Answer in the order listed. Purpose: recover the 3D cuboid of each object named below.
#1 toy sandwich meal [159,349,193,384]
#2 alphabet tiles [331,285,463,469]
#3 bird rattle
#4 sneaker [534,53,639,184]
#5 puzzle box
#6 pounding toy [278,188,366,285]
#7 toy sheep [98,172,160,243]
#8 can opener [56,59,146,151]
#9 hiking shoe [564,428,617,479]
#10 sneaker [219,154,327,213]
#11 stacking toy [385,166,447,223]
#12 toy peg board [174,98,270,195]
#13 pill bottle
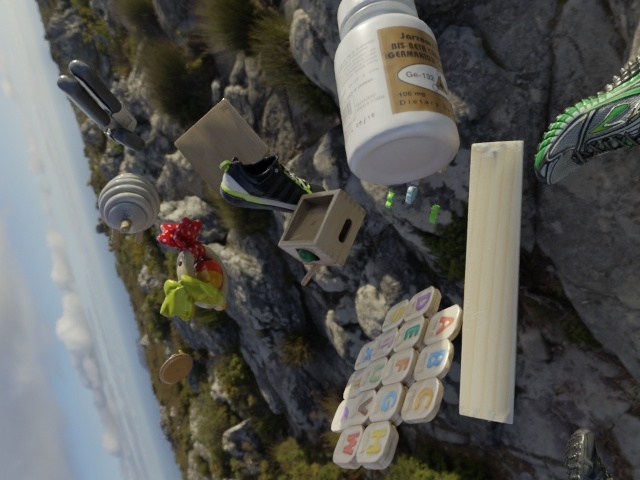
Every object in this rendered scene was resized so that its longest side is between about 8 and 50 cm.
[{"bbox_3d":[-0.320,0.280,0.993,0.029,0.085,0.086,34,134,40],"label":"toy sandwich meal"},{"bbox_3d":[0.104,0.203,0.690,0.021,0.284,0.278,34,146,-9],"label":"alphabet tiles"},{"bbox_3d":[-0.303,0.073,1.090,0.207,0.143,0.254,43,-158,-54],"label":"bird rattle"},{"bbox_3d":[0.607,-0.237,0.940,0.343,0.134,0.146,-42,55,21],"label":"sneaker"},{"bbox_3d":[0.244,0.056,0.614,0.052,0.409,0.272,1,84,24],"label":"puzzle box"},{"bbox_3d":[0.000,0.000,0.797,0.130,0.100,0.141,-1,59,52],"label":"pounding toy"},{"bbox_3d":[-0.273,-0.048,0.646,0.132,0.091,0.091,-120,28,-49],"label":"toy sheep"},{"bbox_3d":[-0.448,-0.272,0.970,0.095,0.076,0.283,33,171,2],"label":"can opener"},{"bbox_3d":[0.604,0.528,0.971,0.086,0.114,0.227,70,-159,-75],"label":"hiking shoe"},{"bbox_3d":[-0.077,-0.112,0.862,0.084,0.234,0.097,48,129,48],"label":"sneaker"},{"bbox_3d":[0.277,-0.169,1.332,0.166,0.052,0.221,22,126,29],"label":"stacking toy"},{"bbox_3d":[-0.225,-0.215,1.070,0.161,0.160,0.079,49,-177,2],"label":"toy peg board"},{"bbox_3d":[0.085,-0.198,0.558,0.131,0.131,0.230,136,132,-60],"label":"pill bottle"}]
